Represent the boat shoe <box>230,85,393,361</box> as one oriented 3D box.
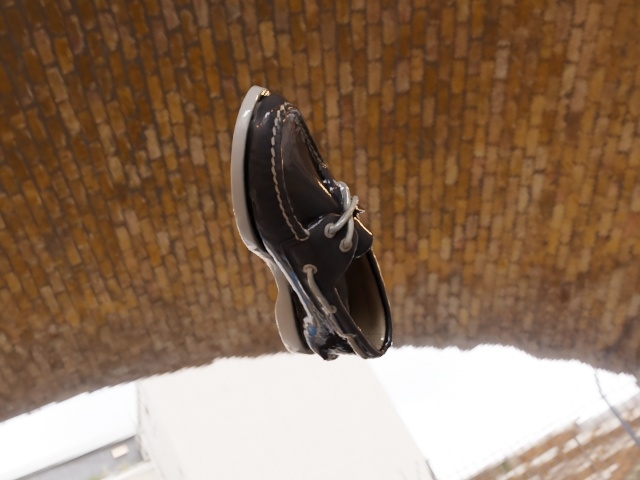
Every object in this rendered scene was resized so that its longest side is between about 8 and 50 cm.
[{"bbox_3d":[0.000,0.000,0.340,0.038,0.046,0.125,7,-42,20],"label":"boat shoe"}]
